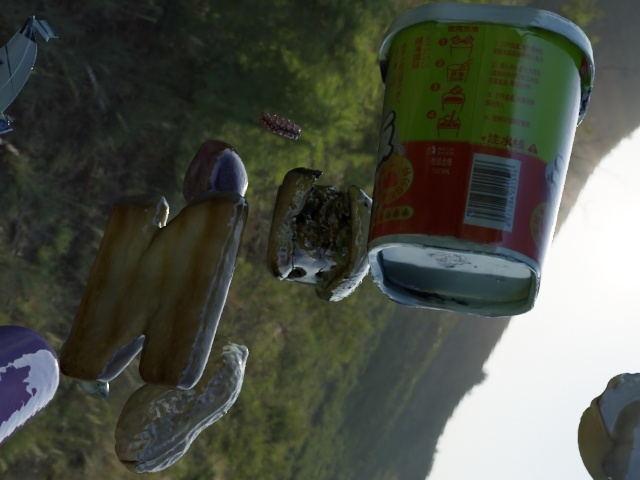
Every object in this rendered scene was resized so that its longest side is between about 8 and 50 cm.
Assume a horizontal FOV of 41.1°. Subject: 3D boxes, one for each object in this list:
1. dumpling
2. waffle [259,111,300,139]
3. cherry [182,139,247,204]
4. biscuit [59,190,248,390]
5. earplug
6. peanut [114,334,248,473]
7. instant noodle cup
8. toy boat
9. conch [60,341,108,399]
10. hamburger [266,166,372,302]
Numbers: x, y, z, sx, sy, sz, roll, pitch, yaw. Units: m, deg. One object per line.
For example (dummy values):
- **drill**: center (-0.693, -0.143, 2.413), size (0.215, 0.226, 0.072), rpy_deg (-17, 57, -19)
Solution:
- **dumpling**: center (0.480, 0.297, 1.261), size (0.147, 0.193, 0.258), rpy_deg (-117, -165, -67)
- **waffle**: center (-0.076, -0.216, 1.617), size (0.075, 0.083, 0.029), rpy_deg (3, 115, -46)
- **cherry**: center (-0.235, -0.138, 1.934), size (0.176, 0.140, 0.176), rpy_deg (23, 90, -84)
- **biscuit**: center (-0.226, 0.064, 1.177), size (0.062, 0.237, 0.291), rpy_deg (48, 47, -50)
- **earplug**: center (-0.567, 0.252, 1.335), size (0.456, 0.215, 0.215), rpy_deg (-40, 149, -75)
- **peanut**: center (-0.250, 0.290, 1.556), size (0.313, 0.149, 0.149), rpy_deg (-43, 160, -27)
- **instant noodle cup**: center (0.182, -0.086, 1.045), size (0.294, 0.294, 0.308), rpy_deg (95, 8, -66)
- **toy boat**: center (-0.654, -0.323, 1.680), size (0.070, 0.210, 0.292), rpy_deg (62, 41, -64)
- **conch**: center (-0.385, 0.179, 1.429), size (0.065, 0.088, 0.180), rpy_deg (-48, -135, 49)
- **hamburger**: center (0.000, 0.000, 1.385), size (0.288, 0.167, 0.192), rpy_deg (140, -40, -82)
